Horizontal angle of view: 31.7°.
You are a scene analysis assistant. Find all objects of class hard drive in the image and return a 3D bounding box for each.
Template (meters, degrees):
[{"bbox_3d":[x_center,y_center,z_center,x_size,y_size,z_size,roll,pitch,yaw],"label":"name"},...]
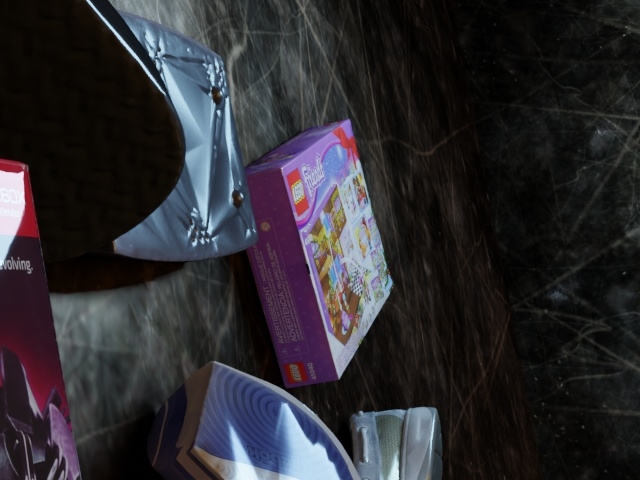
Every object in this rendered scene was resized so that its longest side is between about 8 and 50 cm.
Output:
[{"bbox_3d":[-0.119,-0.066,0.788,0.254,0.054,0.172,-6,84,-74],"label":"hard drive"}]

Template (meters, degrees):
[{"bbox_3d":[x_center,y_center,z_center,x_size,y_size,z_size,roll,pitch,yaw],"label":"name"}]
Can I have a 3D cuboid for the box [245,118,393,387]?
[{"bbox_3d":[0.000,0.000,1.131,0.293,0.057,0.201,-46,123,-70],"label":"box"}]

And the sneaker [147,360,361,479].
[{"bbox_3d":[-0.016,0.249,0.790,0.315,0.182,0.127,41,26,-14],"label":"sneaker"}]

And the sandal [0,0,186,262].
[{"bbox_3d":[-0.198,-0.153,0.479,0.107,0.167,0.446,58,-7,39],"label":"sandal"}]

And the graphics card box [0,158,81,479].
[{"bbox_3d":[-0.171,0.143,0.398,0.233,0.094,0.371,9,70,-73],"label":"graphics card box"}]

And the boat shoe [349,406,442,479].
[{"bbox_3d":[0.049,0.275,1.054,0.320,0.103,0.118,-70,157,-53],"label":"boat shoe"}]
